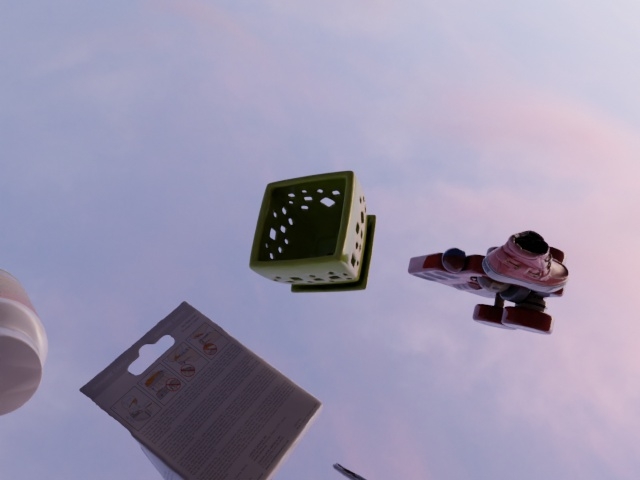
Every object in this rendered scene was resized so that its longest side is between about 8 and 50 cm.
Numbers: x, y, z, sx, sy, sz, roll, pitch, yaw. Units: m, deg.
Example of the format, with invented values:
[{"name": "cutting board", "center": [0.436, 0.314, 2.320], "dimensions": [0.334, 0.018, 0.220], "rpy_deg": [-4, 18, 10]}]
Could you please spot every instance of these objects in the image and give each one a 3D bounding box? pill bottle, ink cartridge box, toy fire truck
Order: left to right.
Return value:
[{"name": "pill bottle", "center": [-0.430, 0.125, 0.807], "dimensions": [0.136, 0.136, 0.246], "rpy_deg": [-25, -154, -25]}, {"name": "ink cartridge box", "center": [-0.135, 0.197, 0.742], "dimensions": [0.225, 0.056, 0.181], "rpy_deg": [32, -136, 14]}, {"name": "toy fire truck", "center": [0.340, 0.079, 1.299], "dimensions": [0.254, 0.302, 0.169], "rpy_deg": [16, -98, -12]}]

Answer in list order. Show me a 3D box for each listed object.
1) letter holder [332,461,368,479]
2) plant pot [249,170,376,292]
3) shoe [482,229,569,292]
[{"name": "letter holder", "center": [0.123, 0.437, 0.794], "dimensions": [0.302, 0.214, 0.152], "rpy_deg": [39, -105, -16]}, {"name": "plant pot", "center": [0.000, 0.000, 1.420], "dimensions": [0.228, 0.207, 0.227], "rpy_deg": [-5, -120, 26]}, {"name": "shoe", "center": [0.360, 0.035, 1.041], "dimensions": [0.178, 0.081, 0.063], "rpy_deg": [9, -130, -24]}]
